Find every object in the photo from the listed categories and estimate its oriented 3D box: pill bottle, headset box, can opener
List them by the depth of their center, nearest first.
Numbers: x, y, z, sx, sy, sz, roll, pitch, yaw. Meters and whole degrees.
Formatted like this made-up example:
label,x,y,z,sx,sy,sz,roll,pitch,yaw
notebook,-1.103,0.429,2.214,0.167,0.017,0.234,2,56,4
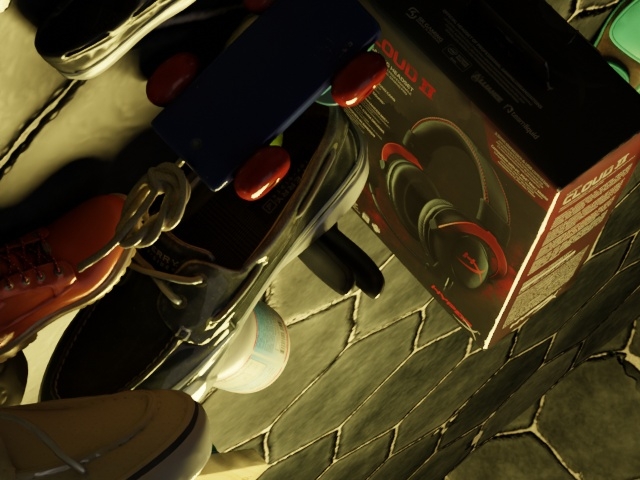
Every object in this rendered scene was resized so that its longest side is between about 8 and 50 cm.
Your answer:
label,x,y,z,sx,sy,sz,roll,pitch,yaw
headset box,0.120,-0.080,1.223,0.110,0.218,0.293,-35,161,-23
can opener,0.000,0.000,1.273,0.059,0.186,0.073,0,115,-16
pill bottle,-0.088,0.081,1.367,0.087,0.087,0.160,-43,161,3

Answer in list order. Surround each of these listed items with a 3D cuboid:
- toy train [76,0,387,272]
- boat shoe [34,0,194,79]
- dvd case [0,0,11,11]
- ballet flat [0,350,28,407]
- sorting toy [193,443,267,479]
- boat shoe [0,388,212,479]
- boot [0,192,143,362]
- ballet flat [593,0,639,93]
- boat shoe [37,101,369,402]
label,x,y,z,sx,sy,sz,roll,pitch,yaw
toy train,-0.063,-0.070,1.081,0.248,0.105,0.143,-44,175,4
boat shoe,-0.102,-0.144,0.895,0.142,0.049,0.040,-43,161,10
dvd case,-0.178,-0.180,0.698,0.180,0.022,0.253,-24,154,-44
ballet flat,-0.306,0.159,1.156,0.084,0.058,0.250,36,98,-32
sorting toy,-0.212,0.280,1.553,0.255,0.089,0.257,-47,162,13
boat shoe,-0.258,0.144,1.057,0.367,0.157,0.136,-19,-159,-11
boot,-0.190,0.019,1.071,0.158,0.059,0.084,-41,157,-2
ballet flat,0.313,-0.192,1.623,0.247,0.083,0.087,-52,-176,27
boat shoe,-0.100,0.014,1.185,0.335,0.121,0.119,-51,156,-10
